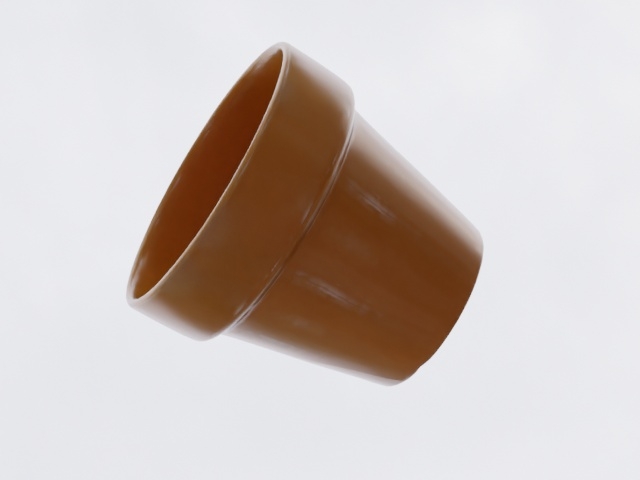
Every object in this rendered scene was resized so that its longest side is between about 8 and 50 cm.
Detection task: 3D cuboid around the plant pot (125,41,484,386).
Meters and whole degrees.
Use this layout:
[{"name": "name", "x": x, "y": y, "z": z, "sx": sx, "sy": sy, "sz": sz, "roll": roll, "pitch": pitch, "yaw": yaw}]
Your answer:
[{"name": "plant pot", "x": 0.000, "y": 0.000, "z": 1.170, "sx": 0.188, "sy": 0.205, "sz": 0.205, "roll": 30, "pitch": -81, "yaw": -14}]
